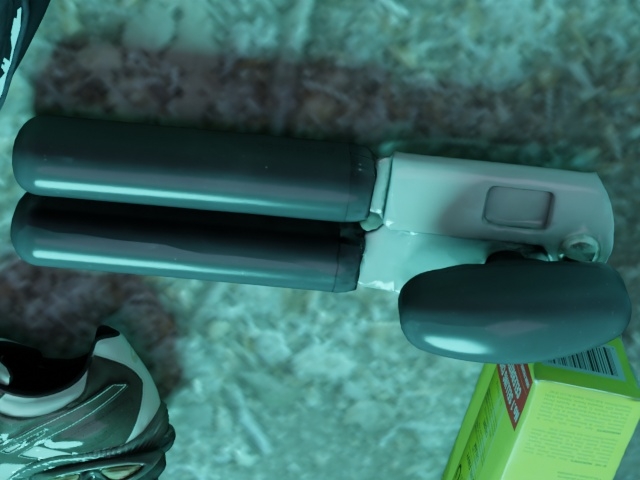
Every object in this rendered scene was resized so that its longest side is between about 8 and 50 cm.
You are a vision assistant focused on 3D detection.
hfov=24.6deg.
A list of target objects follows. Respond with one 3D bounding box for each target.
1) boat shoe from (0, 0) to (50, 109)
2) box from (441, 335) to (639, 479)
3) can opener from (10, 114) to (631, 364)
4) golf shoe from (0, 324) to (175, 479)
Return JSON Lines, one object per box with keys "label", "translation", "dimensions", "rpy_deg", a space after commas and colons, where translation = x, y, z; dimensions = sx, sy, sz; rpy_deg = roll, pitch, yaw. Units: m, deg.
{"label": "boat shoe", "translation": [-0.263, -0.015, 0.614], "dimensions": [0.187, 0.156, 0.500], "rpy_deg": [33, 116, -20]}
{"label": "box", "translation": [0.096, 0.144, 0.760], "dimensions": [0.058, 0.087, 0.232], "rpy_deg": [12, 121, -9]}
{"label": "can opener", "translation": [0.000, 0.000, 0.665], "dimensions": [0.283, 0.095, 0.076], "rpy_deg": [5, 120, -5]}
{"label": "golf shoe", "translation": [-0.176, 0.093, 0.735], "dimensions": [0.198, 0.077, 0.094], "rpy_deg": [-13, 110, -2]}
